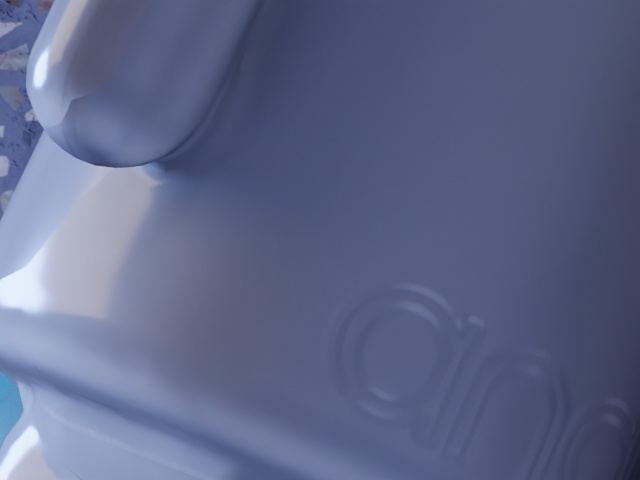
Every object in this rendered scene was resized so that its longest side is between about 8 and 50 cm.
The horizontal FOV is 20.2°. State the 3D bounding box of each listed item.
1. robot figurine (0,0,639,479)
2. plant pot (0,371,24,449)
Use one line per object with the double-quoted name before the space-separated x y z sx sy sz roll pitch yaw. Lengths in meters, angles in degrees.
"robot figurine" 0.029 -0.031 0.535 0.300 0.199 0.353 40 -110 -57
"plant pot" -0.149 0.245 1.250 0.255 0.271 0.272 -101 32 -58
